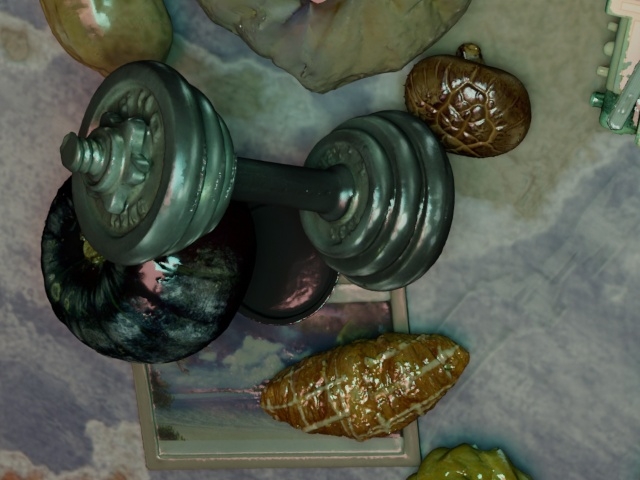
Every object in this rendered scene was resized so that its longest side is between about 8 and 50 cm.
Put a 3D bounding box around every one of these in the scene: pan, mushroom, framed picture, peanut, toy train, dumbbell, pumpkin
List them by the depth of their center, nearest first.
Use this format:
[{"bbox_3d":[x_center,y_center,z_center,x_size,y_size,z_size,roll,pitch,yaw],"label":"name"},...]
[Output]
[{"bbox_3d":[-0.047,-0.052,1.245,0.179,0.406,0.179,-10,77,50],"label":"dumbbell"},{"bbox_3d":[0.319,-0.175,1.285,0.125,0.081,0.194,16,109,17],"label":"toy train"},{"bbox_3d":[0.141,-0.130,1.333,0.126,0.085,0.109,12,110,17],"label":"mushroom"},{"bbox_3d":[-0.219,-0.259,1.358,0.129,0.129,0.224,-10,114,16],"label":"peanut"},{"bbox_3d":[-0.174,0.008,1.389,0.233,0.163,0.233,-8,77,39],"label":"pumpkin"},{"bbox_3d":[0.000,0.000,1.427,0.235,0.028,0.136,-25,85,14],"label":"pan"},{"bbox_3d":[-0.054,0.139,1.497,0.315,0.024,0.232,-3,106,13],"label":"framed picture"}]

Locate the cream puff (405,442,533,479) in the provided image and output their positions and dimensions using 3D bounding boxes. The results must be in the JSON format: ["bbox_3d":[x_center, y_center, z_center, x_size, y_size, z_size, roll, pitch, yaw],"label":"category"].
[{"bbox_3d":[0.152,0.292,1.438,0.156,0.156,0.121,-16,134,17],"label":"cream puff"}]

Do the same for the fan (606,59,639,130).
[{"bbox_3d":[0.321,-0.265,1.221,0.294,0.012,0.223,-33,84,1],"label":"fan"}]

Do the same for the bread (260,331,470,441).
[{"bbox_3d":[0.041,0.157,1.433,0.233,0.076,0.105,-14,102,17],"label":"bread"}]

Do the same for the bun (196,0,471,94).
[{"bbox_3d":[0.010,-0.262,1.258,0.281,0.205,0.281,4,110,12],"label":"bun"}]
